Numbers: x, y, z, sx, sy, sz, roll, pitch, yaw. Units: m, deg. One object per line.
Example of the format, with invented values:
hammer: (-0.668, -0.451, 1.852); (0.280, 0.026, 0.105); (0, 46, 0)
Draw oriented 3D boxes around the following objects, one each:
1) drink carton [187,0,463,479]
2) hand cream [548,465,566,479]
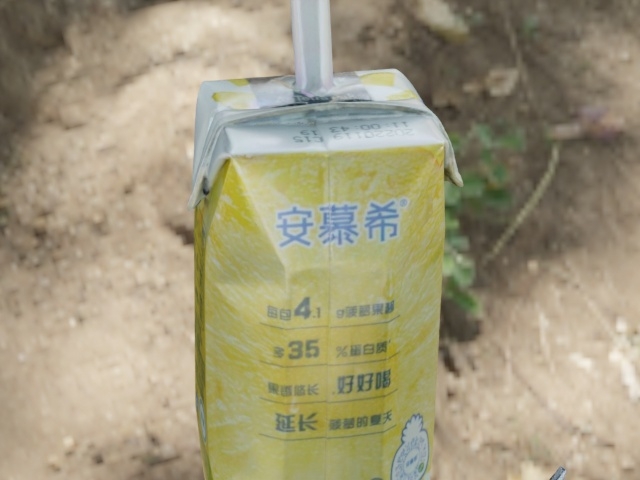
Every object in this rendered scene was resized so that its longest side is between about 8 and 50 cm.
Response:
drink carton: (0.000, 0.000, 0.584); (0.084, 0.200, 0.074); (-4, 28, -8)
hand cream: (0.130, 0.172, 1.149); (0.019, 0.030, 0.093); (36, 34, 6)
